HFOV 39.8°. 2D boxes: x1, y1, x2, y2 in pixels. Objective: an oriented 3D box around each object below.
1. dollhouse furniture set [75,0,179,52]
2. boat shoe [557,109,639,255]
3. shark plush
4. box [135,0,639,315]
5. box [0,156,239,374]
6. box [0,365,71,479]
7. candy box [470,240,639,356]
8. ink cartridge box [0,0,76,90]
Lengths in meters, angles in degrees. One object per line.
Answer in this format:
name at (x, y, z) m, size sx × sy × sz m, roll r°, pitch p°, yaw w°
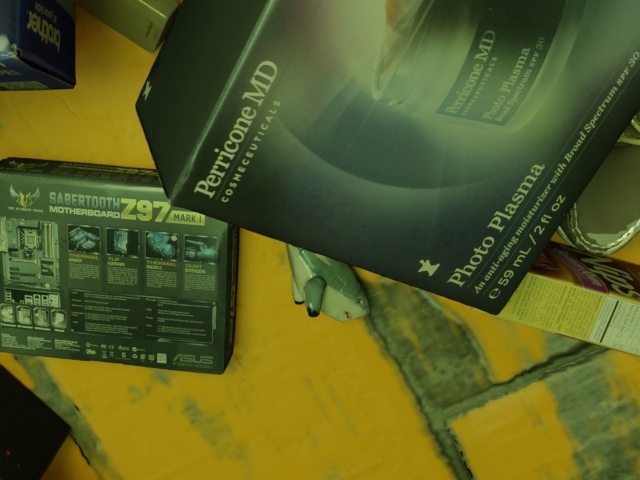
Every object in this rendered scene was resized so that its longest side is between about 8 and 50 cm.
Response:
dollhouse furniture set at (-0.131, -0.264, 0.747) m, size 0.144 × 0.123 × 0.151 m, roll 32°, pitch 143°, yaw -7°
boat shoe at (0.274, -0.129, 0.727) m, size 0.116 × 0.097 × 0.325 m, roll 16°, pitch 110°, yaw -2°
shark plush at (0.000, 0.000, 0.834) m, size 0.067 × 0.073 × 0.161 m, roll -14°, pitch 88°, yaw -11°
box at (0.064, -0.138, 0.645) m, size 0.294 × 0.183 × 0.296 m, roll 19°, pitch 112°, yaw -27°
box at (-0.196, 0.024, 0.836) m, size 0.232 × 0.059 × 0.184 m, roll 4°, pitch 110°, yaw 3°
box at (-0.405, 0.175, 0.849) m, size 0.143 × 0.165 × 0.270 m, roll -41°, pitch 102°, yaw 16°
candy box at (0.225, 0.044, 0.787) m, size 0.186 × 0.109 × 0.053 m, roll 16°, pitch 110°, yaw -2°
ink cartridge box at (-0.313, -0.248, 0.609) m, size 0.269 × 0.151 × 0.396 m, roll 1°, pitch 92°, yaw 0°
